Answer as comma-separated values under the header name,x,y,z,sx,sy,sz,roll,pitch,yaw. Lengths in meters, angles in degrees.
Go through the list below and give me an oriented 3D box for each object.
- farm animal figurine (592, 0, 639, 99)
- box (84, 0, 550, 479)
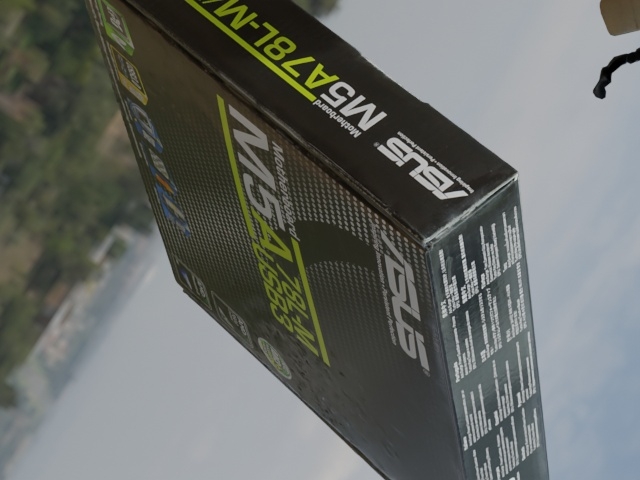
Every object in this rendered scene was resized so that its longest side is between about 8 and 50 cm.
name,x,y,z,sx,sy,sz,roll,pitch,yaw
farm animal figurine,0.281,-0.094,0.839,0.327,0.330,0.172,12,-148,42
box,0.000,0.000,0.668,0.045,0.184,0.190,-35,144,-17
